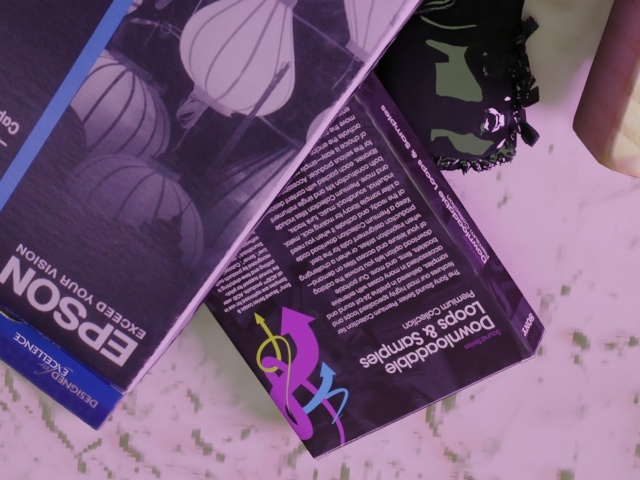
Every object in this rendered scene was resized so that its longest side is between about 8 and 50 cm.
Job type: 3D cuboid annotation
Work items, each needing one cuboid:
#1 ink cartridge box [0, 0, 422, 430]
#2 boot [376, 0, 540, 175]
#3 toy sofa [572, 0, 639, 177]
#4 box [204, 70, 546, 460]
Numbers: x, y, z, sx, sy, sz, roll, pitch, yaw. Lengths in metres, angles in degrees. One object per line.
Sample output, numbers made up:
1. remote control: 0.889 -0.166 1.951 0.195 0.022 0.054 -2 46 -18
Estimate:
1. ink cartridge box: -0.081 -0.064 0.673 0.165 0.065 0.332 35 122 -1
2. boot: 0.030 -0.082 0.718 0.121 0.045 0.099 7 110 6
3. toy sofa: 0.283 -0.064 0.640 0.363 0.150 0.177 17 100 2
4. box: 0.000 0.000 0.729 0.116 0.029 0.162 -28 100 30
